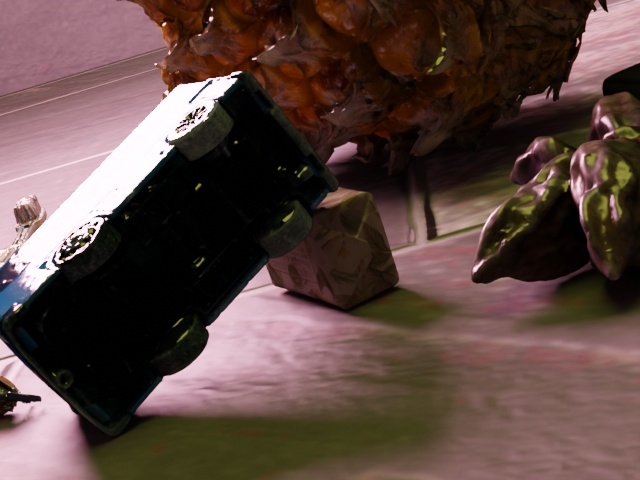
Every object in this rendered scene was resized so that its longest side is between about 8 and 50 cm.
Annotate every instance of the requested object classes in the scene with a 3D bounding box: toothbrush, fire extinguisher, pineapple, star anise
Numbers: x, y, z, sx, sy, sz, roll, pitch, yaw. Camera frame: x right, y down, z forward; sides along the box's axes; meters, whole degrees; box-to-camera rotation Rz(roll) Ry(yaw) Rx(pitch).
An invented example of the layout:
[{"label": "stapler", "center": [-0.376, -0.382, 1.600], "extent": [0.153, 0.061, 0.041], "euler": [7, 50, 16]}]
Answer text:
[{"label": "toothbrush", "center": [-0.256, 0.016, 1.115], "extent": [0.026, 0.028, 0.294], "euler": [-17, 19, 5]}, {"label": "fire extinguisher", "center": [-0.192, 0.087, 0.779], "extent": [0.083, 0.022, 0.028], "euler": [-5, -11, 40]}, {"label": "pineapple", "center": [0.041, -0.210, 1.047], "extent": [0.300, 0.352, 0.352], "euler": [10, 29, 41]}, {"label": "star anise", "center": [0.181, -0.038, 0.712], "extent": [0.196, 0.073, 0.212], "euler": [-14, 17, 22]}]

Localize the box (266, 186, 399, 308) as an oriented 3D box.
[{"label": "box", "center": [0.000, 0.000, 0.797], "extent": [0.045, 0.062, 0.098], "euler": [-25, 15, -23]}]

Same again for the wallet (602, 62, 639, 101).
[{"label": "wallet", "center": [0.333, -0.137, 0.968], "extent": [0.250, 0.044, 0.149], "euler": [-23, 19, -22]}]

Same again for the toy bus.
[{"label": "toy bus", "center": [-0.090, 0.004, 0.726], "extent": [0.185, 0.090, 0.106], "euler": [-48, 26, -20]}]
